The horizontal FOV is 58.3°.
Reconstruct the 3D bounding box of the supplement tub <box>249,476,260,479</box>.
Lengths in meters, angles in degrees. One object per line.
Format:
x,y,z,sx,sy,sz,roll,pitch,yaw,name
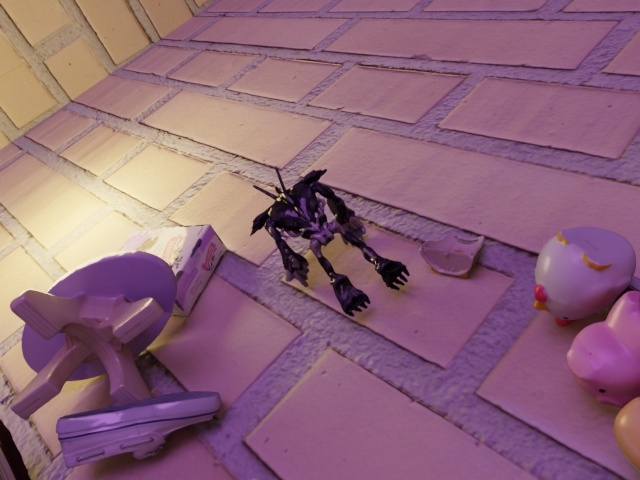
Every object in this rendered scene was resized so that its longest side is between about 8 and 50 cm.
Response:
-0.085,0.321,0.622,0.107,0.071,0.071,-45,41,-21,supplement tub

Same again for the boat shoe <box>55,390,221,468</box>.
-0.244,0.261,0.790,0.226,0.075,0.083,-10,-4,4,boat shoe

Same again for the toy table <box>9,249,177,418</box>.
-0.341,0.147,0.865,0.274,0.252,0.161,-48,21,8,toy table

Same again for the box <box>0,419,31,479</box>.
-0.595,0.394,0.724,0.382,0.143,0.191,-28,-5,-1,box

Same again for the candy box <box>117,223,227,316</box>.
-0.297,0.053,1.058,0.196,0.070,0.164,-2,44,29,candy box

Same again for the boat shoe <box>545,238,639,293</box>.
0.340,0.043,0.713,0.142,0.049,0.040,33,102,44,boat shoe

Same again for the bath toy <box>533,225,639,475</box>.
0.316,0.126,0.564,0.152,0.129,0.348,-5,38,-12,bath toy

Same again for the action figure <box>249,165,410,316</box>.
0.000,0.000,0.891,0.164,0.141,0.275,-37,54,-9,action figure

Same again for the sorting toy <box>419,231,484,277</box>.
0.200,0.013,0.832,0.083,0.044,0.075,10,44,39,sorting toy
